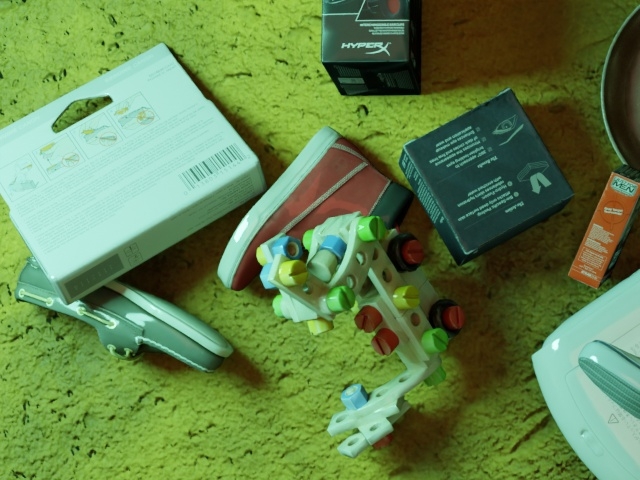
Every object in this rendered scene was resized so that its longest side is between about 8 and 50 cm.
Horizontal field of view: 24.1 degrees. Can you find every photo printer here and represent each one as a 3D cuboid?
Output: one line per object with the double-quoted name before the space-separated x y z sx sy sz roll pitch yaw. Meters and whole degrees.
"photo printer" 0.428 0.160 1.798 0.307 0.107 0.256 -36 81 4

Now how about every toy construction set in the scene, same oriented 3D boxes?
"toy construction set" 0.054 0.103 1.798 0.151 0.215 0.327 4 128 39

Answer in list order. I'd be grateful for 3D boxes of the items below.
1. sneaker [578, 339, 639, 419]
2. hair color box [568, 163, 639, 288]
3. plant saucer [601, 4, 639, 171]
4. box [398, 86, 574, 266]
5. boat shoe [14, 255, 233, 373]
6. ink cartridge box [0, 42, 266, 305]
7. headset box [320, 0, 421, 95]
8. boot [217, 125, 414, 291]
"sneaker" 0.420 0.173 1.708 0.258 0.094 0.091 30 72 5
"hair color box" 0.354 -0.017 1.822 0.043 0.072 0.141 25 110 17
"plant saucer" 0.504 -0.179 1.850 0.310 0.050 0.310 -1 83 8
"box" 0.202 -0.076 1.849 0.156 0.093 0.158 -28 80 -7
"boat shoe" -0.253 0.099 1.908 0.305 0.109 0.091 27 89 16
"ink cartridge box" -0.259 -0.091 1.910 0.296 0.066 0.261 -30 55 -11
"headset box" 0.067 -0.341 1.845 0.110 0.218 0.293 0 84 7
"boot" 0.000 0.000 1.891 0.176 0.088 0.244 40 88 9
